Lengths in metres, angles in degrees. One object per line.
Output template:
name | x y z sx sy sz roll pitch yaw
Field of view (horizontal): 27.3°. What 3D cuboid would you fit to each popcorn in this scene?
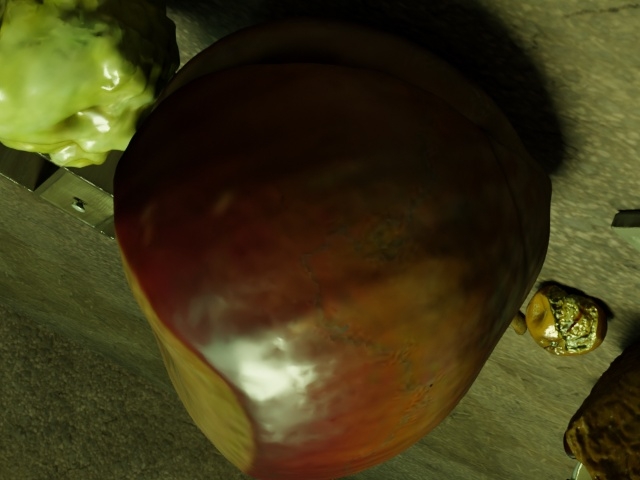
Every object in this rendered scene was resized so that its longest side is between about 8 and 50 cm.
popcorn | -0.250 -0.183 1.072 0.286 0.174 0.225 11 -139 -44

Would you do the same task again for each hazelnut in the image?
hazelnut | 0.000 0.000 1.058 0.359 0.359 0.409 28 159 0

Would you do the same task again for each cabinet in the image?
cabinet | -0.257 -0.118 1.381 0.215 0.148 0.175 31 163 -16

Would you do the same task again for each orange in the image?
orange | 0.250 0.087 1.354 0.086 0.062 0.086 27 166 7

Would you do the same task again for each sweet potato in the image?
sweet potato | 0.207 0.081 1.464 0.026 0.026 0.115 12 162 41

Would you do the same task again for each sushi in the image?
sushi | 0.342 0.177 1.313 0.140 0.149 0.287 50 -157 6

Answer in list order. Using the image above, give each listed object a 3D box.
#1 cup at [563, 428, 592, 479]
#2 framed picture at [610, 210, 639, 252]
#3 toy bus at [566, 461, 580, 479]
cup | 0.377 0.291 1.490 0.177 0.166 0.239 5 -176 -21
framed picture | 0.419 0.065 1.089 0.315 0.024 0.232 37 162 -26
toy bus | 0.429 0.330 1.741 0.194 0.089 0.087 13 160 40
